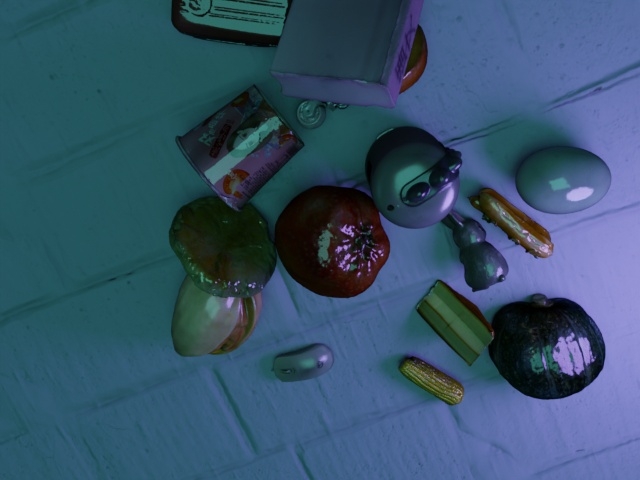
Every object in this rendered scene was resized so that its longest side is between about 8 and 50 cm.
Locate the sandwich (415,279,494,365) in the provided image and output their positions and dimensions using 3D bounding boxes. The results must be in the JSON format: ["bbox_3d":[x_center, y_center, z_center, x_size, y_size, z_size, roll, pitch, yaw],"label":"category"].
[{"bbox_3d":[0.349,0.214,1.920,0.144,0.187,0.117,32,105,-15],"label":"sandwich"}]

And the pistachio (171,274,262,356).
[{"bbox_3d":[-0.272,0.164,1.908,0.230,0.230,0.308,23,107,-6],"label":"pistachio"}]

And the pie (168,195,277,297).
[{"bbox_3d":[-0.238,0.013,1.810,0.306,0.306,0.071,31,132,-8],"label":"pie"}]

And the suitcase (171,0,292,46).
[{"bbox_3d":[-0.189,-0.571,1.690,0.297,0.161,0.236,7,107,-2],"label":"suitcase"}]

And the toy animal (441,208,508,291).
[{"bbox_3d":[0.401,0.010,1.893,0.108,0.138,0.236,-20,93,-24],"label":"toy animal"}]

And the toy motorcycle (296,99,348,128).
[{"bbox_3d":[0.036,-0.378,1.788,0.254,0.112,0.112,-42,102,7],"label":"toy motorcycle"}]

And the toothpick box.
[{"bbox_3d":[0.226,-0.151,1.734,0.229,0.316,0.228,0,107,0],"label":"toothpick box"}]

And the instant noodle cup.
[{"bbox_3d":[-0.185,-0.229,1.767,0.231,0.243,0.243,-40,103,6],"label":"instant noodle cup"}]

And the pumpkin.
[{"bbox_3d":[0.604,0.291,1.931,0.293,0.197,0.263,-11,104,2],"label":"pumpkin"}]

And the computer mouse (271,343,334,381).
[{"bbox_3d":[-0.053,0.345,2.033,0.182,0.056,0.089,-14,102,6],"label":"computer mouse"}]

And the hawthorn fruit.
[{"bbox_3d":[0.000,0.000,1.830,0.330,0.287,0.286,0,115,48],"label":"hawthorn fruit"}]

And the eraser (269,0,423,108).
[{"bbox_3d":[0.071,-0.482,1.605,0.273,0.122,0.358,10,74,20],"label":"eraser"}]

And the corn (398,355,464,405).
[{"bbox_3d":[0.309,0.387,2.032,0.203,0.072,0.072,31,105,-7],"label":"corn"}]

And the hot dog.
[{"bbox_3d":[0.490,-0.044,1.872,0.270,0.109,0.072,36,114,-6],"label":"hot dog"}]

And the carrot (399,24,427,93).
[{"bbox_3d":[0.095,-0.448,1.702,0.308,0.100,0.258,16,76,16],"label":"carrot"}]

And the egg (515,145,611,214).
[{"bbox_3d":[0.595,-0.148,1.805,0.231,0.168,0.167,-3,107,-2],"label":"egg"}]
